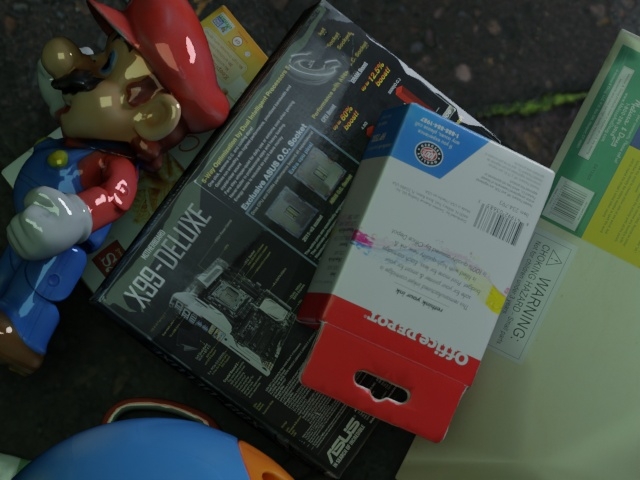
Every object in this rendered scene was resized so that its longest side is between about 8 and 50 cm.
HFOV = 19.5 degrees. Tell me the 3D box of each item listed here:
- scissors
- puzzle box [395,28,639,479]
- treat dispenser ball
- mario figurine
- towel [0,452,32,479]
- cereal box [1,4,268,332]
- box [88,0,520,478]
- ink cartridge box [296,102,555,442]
[{"bbox_3d":[-0.041,0.201,1.534,0.297,0.021,0.109,9,77,5],"label":"scissors"},{"bbox_3d":[0.269,0.072,1.474,0.272,0.052,0.409,28,95,13],"label":"puzzle box"},{"bbox_3d":[-0.124,0.275,1.385,0.288,0.288,0.288,0,78,2],"label":"treat dispenser ball"},{"bbox_3d":[-0.209,-0.069,1.462,0.198,0.170,0.320,31,90,31],"label":"mario figurine"},{"bbox_3d":[-0.318,0.221,1.542,0.152,0.023,0.113,12,77,7],"label":"towel"},{"bbox_3d":[-0.123,-0.061,1.578,0.240,0.047,0.173,-38,81,-7],"label":"cereal box"},{"bbox_3d":[0.000,0.000,1.510,0.242,0.076,0.307,37,81,-10],"label":"box"},{"bbox_3d":[0.072,0.026,1.446,0.134,0.078,0.231,25,83,-14],"label":"ink cartridge box"}]
